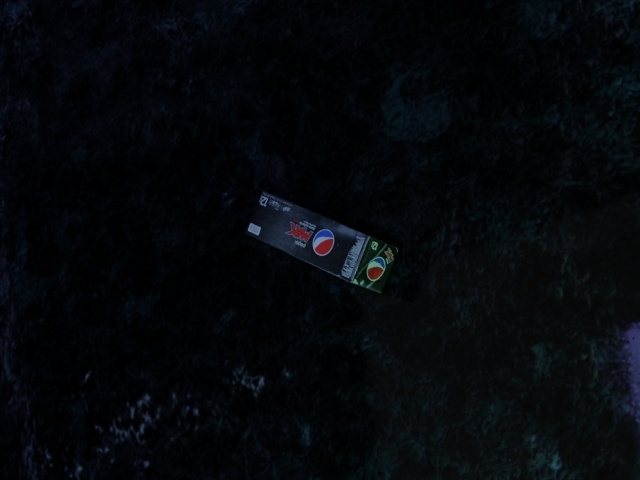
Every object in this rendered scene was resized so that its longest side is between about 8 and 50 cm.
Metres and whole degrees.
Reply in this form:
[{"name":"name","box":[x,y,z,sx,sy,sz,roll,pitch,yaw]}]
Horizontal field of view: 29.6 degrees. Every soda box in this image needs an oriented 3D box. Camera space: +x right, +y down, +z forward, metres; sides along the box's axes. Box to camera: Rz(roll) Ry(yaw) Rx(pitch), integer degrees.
[{"name":"soda box","box":[0.000,0.000,1.302,0.169,0.060,0.053,25,93,41]}]
